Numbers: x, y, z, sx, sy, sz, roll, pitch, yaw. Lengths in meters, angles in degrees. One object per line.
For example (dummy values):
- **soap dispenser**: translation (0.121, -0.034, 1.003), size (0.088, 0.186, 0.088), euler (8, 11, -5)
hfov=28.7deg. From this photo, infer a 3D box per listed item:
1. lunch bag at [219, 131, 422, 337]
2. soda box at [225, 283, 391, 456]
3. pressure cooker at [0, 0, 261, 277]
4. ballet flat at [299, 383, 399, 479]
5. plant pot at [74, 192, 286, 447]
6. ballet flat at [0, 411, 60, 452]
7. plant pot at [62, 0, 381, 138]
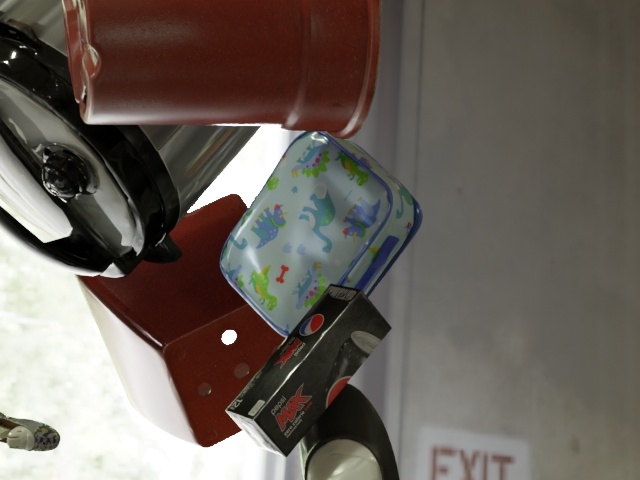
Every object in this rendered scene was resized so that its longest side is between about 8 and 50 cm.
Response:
- **lunch bag**: translation (0.000, 0.000, 1.429), size (0.176, 0.219, 0.090), euler (41, 13, 32)
- **soda box**: translation (-0.010, 0.123, 1.199), size (0.060, 0.169, 0.053), euler (51, -23, -26)
- **pressure cooker**: translation (-0.287, -0.181, 1.603), size (0.369, 0.420, 0.375), euler (32, -28, 10)
- **ballet flat**: translation (0.034, 0.278, 1.205), size (0.095, 0.281, 0.096), euler (-9, -1, 5)
- **plant pot**: translation (-0.152, 0.131, 1.760), size (0.267, 0.267, 0.236), euler (-26, 29, -15)
- **ballet flat**: translation (-0.348, 0.218, 1.408), size (0.114, 0.041, 0.041), euler (13, -11, 21)
- **plant pot**: translation (-0.110, -0.225, 1.222), size (0.265, 0.273, 0.272), euler (-6, -12, -17)
